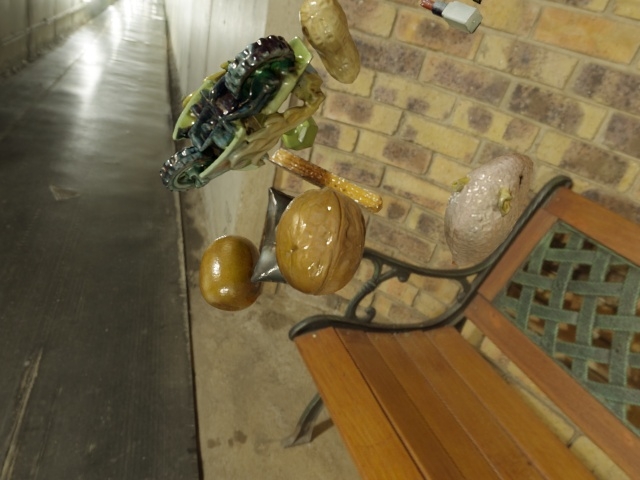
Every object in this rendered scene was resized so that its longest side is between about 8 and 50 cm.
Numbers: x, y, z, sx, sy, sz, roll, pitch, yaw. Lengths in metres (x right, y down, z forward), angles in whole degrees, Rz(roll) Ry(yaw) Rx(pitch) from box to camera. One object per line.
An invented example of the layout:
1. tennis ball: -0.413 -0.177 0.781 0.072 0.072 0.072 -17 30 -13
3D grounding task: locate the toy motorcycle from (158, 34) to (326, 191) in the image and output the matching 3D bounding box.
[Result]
1. toy motorcycle: -0.155 -0.233 0.848 0.168 0.410 0.237 54 42 2

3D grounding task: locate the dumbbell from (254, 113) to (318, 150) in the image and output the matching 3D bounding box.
1. dumbbell: -0.134 -0.333 1.231 0.302 0.108 0.121 -2 58 -52

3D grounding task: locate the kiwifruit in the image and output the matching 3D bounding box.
1. kiwifruit: -0.266 0.092 1.303 0.196 0.196 0.233 8 55 -15

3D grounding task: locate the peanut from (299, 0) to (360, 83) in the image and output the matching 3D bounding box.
1. peanut: 0.030 -0.493 1.077 0.110 0.236 0.120 -44 41 -10

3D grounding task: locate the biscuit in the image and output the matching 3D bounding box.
1. biscuit: 0.016 -0.183 1.322 0.379 0.054 0.094 28 1 13

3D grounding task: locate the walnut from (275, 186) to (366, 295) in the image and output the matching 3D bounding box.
1. walnut: 0.000 0.000 0.810 0.168 0.207 0.167 9 -7 1

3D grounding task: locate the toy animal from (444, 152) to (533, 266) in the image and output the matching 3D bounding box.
1. toy animal: 0.444 -0.079 1.203 0.188 0.358 0.227 33 26 35

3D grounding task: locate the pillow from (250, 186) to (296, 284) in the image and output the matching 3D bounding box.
1. pillow: -0.067 0.001 1.109 0.186 0.249 0.106 10 0 -15

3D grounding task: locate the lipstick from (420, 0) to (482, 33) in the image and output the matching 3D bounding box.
1. lipstick: 0.176 -0.320 0.604 0.025 0.025 0.107 23 20 -49

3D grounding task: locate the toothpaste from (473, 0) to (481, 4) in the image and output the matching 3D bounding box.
1. toothpaste: 0.190 -0.503 0.693 0.327 0.110 0.077 55 5 34
